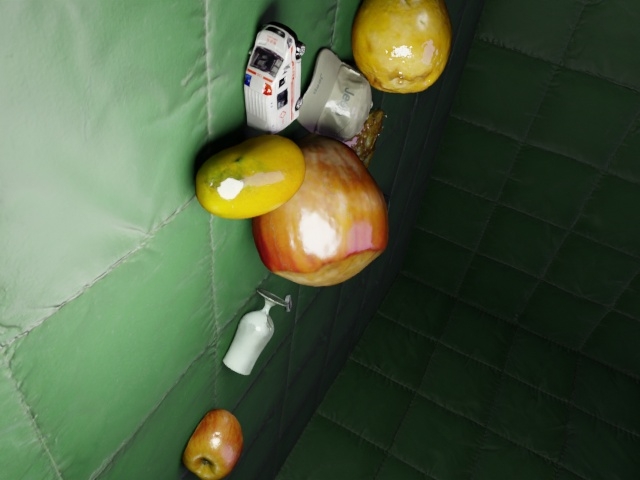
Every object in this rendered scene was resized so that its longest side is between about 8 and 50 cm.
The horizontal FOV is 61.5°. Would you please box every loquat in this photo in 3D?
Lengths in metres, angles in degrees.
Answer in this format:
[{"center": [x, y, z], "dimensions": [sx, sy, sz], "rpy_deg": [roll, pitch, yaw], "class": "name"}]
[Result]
[{"center": [0.220, -0.535, 1.407], "dimensions": [0.276, 0.276, 0.283], "rpy_deg": [73, 36, -67], "class": "loquat"}]

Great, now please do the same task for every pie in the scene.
[{"center": [0.075, -0.247, 1.639], "dimensions": [0.354, 0.103, 0.288], "rpy_deg": [-55, 163, -11], "class": "pie"}]

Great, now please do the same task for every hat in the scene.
[{"center": [0.047, -0.352, 1.357], "dimensions": [0.245, 0.149, 0.214], "rpy_deg": [-41, 152, -79], "class": "hat"}]

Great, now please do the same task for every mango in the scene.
[{"center": [-0.140, -0.118, 1.049], "dimensions": [0.255, 0.139, 0.175], "rpy_deg": [-25, 154, -41], "class": "mango"}]

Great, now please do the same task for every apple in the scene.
[{"center": [-0.310, 0.605, 1.591], "dimensions": [0.173, 0.160, 0.195], "rpy_deg": [-83, -165, -64], "class": "apple"}]

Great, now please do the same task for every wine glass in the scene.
[{"center": [-0.188, 0.261, 1.532], "dimensions": [0.230, 0.103, 0.103], "rpy_deg": [-64, 164, 1], "class": "wine glass"}]

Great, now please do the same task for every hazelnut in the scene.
[{"center": [0.000, -0.066, 1.309], "dimensions": [0.365, 0.366, 0.365], "rpy_deg": [-57, 162, -29], "class": "hazelnut"}]

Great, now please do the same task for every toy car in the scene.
[{"center": [-0.094, -0.306, 1.029], "dimensions": [0.108, 0.089, 0.209], "rpy_deg": [-47, 161, -30], "class": "toy car"}]

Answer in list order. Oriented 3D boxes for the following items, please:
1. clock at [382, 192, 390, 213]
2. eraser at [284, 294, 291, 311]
[{"center": [0.203, -0.040, 2.412], "dimensions": [0.386, 0.077, 0.386], "rpy_deg": [-57, 162, -29], "class": "clock"}, {"center": [-0.113, 0.218, 1.867], "dimensions": [0.099, 0.019, 0.027], "rpy_deg": [87, 17, -58], "class": "eraser"}]
